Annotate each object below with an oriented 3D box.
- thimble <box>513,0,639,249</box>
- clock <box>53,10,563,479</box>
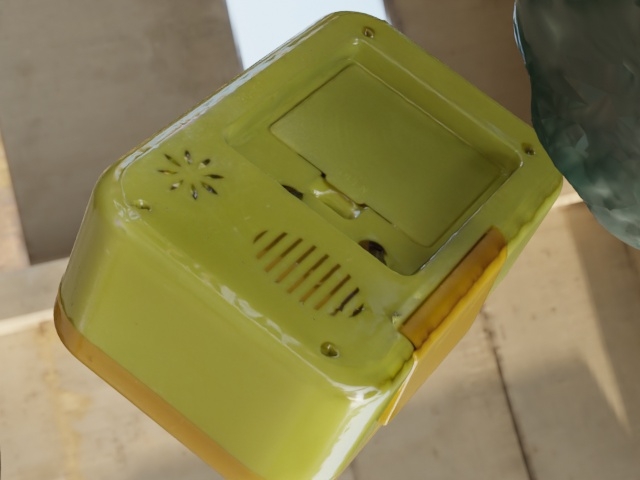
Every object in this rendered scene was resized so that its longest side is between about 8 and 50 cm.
[{"bbox_3d":[0.173,-0.096,0.433,0.143,0.198,0.235,14,-87,54],"label":"thimble"},{"bbox_3d":[0.000,0.000,0.568,0.143,0.202,0.096,39,-46,9],"label":"clock"}]
